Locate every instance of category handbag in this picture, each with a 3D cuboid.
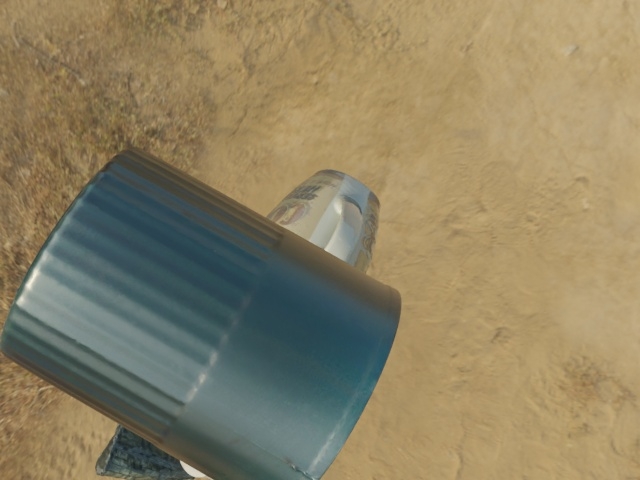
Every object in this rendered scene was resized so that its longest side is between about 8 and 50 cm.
[{"bbox_3d":[-0.238,0.268,1.210,0.175,0.089,0.270,45,65,-47],"label":"handbag"}]

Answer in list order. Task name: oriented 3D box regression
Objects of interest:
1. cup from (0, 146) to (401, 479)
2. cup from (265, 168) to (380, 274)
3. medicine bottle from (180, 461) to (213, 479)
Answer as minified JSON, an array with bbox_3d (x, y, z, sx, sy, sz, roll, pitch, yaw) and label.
[{"bbox_3d":[-0.100,0.056,0.726,0.292,0.242,0.307,30,52,-7],"label":"cup"},{"bbox_3d":[0.000,0.000,1.304,0.228,0.301,0.256,31,71,-11],"label":"cup"},{"bbox_3d":[-0.128,0.331,1.198,0.187,0.103,0.102,24,73,-52],"label":"medicine bottle"}]
